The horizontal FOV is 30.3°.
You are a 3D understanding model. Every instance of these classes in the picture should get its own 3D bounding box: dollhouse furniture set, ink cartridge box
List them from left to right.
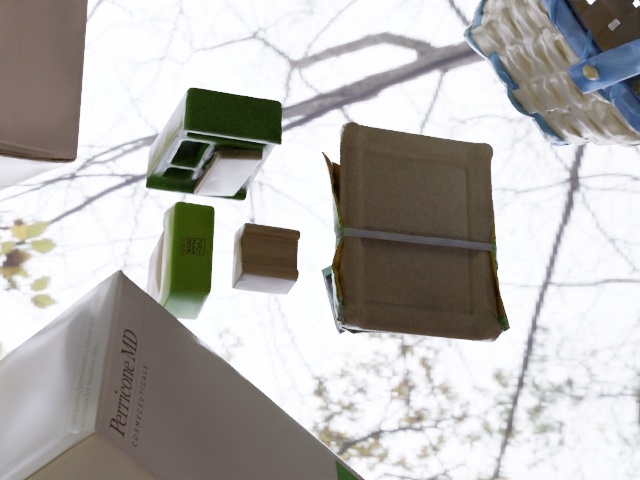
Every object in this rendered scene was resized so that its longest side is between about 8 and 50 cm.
[{"bbox_3d":[-0.301,-0.142,0.953,0.117,0.283,0.207,10,-102,-37],"label":"ink cartridge box"},{"bbox_3d":[0.000,0.000,1.067,0.301,0.151,0.198,7,-111,-17],"label":"dollhouse furniture set"}]

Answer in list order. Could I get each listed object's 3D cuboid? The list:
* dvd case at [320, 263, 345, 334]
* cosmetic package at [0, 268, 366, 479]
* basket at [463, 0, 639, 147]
[{"bbox_3d":[0.049,0.050,1.289,0.087,0.013,0.119,-26,-35,-8],"label":"dvd case"},{"bbox_3d":[-0.092,0.223,0.938,0.365,0.155,0.197,45,-159,-29],"label":"cosmetic package"},{"bbox_3d":[0.266,-0.195,0.854,0.201,0.289,0.255,48,-114,-7],"label":"basket"}]
